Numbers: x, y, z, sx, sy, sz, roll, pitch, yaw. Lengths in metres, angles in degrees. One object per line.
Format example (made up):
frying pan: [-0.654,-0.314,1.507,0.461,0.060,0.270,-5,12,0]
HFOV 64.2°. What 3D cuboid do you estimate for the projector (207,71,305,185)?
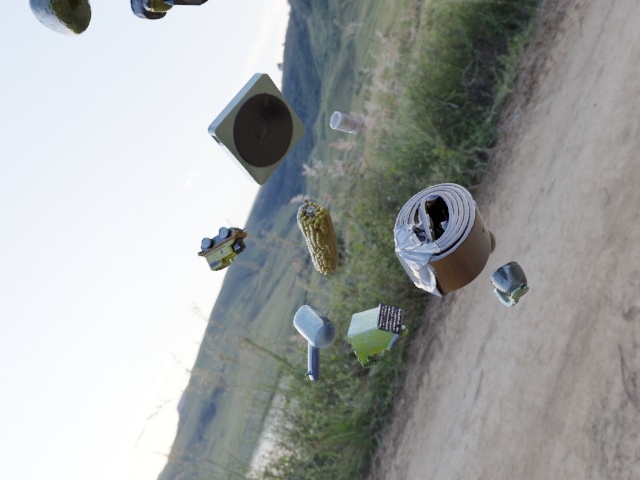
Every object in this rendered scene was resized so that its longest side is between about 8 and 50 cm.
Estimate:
projector: [-0.197,-0.349,1.608,0.259,0.079,0.257,-53,-46,-14]

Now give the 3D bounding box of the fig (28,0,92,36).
fig: [-0.540,-0.519,1.084,0.123,0.123,0.156,120,167,-74]

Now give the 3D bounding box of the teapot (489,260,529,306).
teapot: [0.540,0.126,1.434,0.091,0.092,0.124,63,-174,36]

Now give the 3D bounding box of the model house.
model house: [0.237,0.349,1.937,0.211,0.170,0.194,-24,13,20]

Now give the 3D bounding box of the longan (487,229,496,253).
longan: [0.564,0.014,1.783,0.113,0.092,0.113,3,-93,-56]

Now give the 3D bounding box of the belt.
belt: [0.294,-0.014,1.258,0.217,0.122,0.339,-20,29,22]

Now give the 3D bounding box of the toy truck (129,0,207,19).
toy truck: [-0.295,-0.545,1.033,0.224,0.165,0.147,-97,12,-48]

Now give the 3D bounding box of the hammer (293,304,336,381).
hammer: [-0.014,0.256,1.206,0.116,0.069,0.194,34,131,50]

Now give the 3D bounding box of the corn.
corn: [0.004,0.000,1.593,0.313,0.102,0.102,70,-146,-51]

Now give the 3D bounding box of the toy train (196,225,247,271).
toy train: [-0.345,0.027,1.830,0.219,0.127,0.089,-29,-10,17]

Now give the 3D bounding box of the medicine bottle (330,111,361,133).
medicine bottle: [0.076,-0.355,1.546,0.052,0.089,0.052,-10,77,50]
